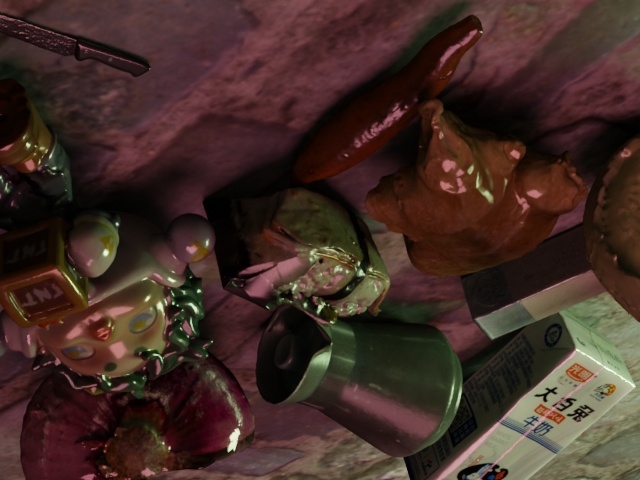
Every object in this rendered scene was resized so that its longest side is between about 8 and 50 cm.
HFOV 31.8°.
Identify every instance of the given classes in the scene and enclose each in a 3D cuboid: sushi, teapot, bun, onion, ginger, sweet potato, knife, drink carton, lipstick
[{"bbox_3d":[0.012,0.016,1.195,0.109,0.134,0.273,-40,136,24],"label":"sushi"},{"bbox_3d":[0.037,0.164,1.392,0.225,0.171,0.203,21,163,-29],"label":"teapot"},{"bbox_3d":[0.402,-0.002,1.184,0.259,0.259,0.152,-16,153,5],"label":"bun"},{"bbox_3d":[-0.218,0.193,1.354,0.267,0.159,0.348,-9,178,-5],"label":"onion"},{"bbox_3d":[0.154,-0.051,1.122,0.218,0.123,0.270,-11,162,10],"label":"ginger"},{"bbox_3d":[0.059,-0.124,1.078,0.057,0.057,0.264,24,130,-39],"label":"sweet potato"},{"bbox_3d":[-0.226,-0.171,0.967,0.170,0.010,0.023,16,130,-31],"label":"knife"},{"bbox_3d":[0.262,0.239,1.523,0.130,0.107,0.315,31,115,-30],"label":"drink carton"},{"bbox_3d":[0.328,0.021,1.346,0.317,0.066,0.068,-26,142,17],"label":"lipstick"}]

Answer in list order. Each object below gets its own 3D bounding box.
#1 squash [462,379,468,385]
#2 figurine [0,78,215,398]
[{"bbox_3d":[0.232,0.220,1.602,0.183,0.052,0.052,-9,144,-2],"label":"squash"},{"bbox_3d":[-0.233,0.022,1.074,0.261,0.186,0.382,-13,144,9],"label":"figurine"}]
